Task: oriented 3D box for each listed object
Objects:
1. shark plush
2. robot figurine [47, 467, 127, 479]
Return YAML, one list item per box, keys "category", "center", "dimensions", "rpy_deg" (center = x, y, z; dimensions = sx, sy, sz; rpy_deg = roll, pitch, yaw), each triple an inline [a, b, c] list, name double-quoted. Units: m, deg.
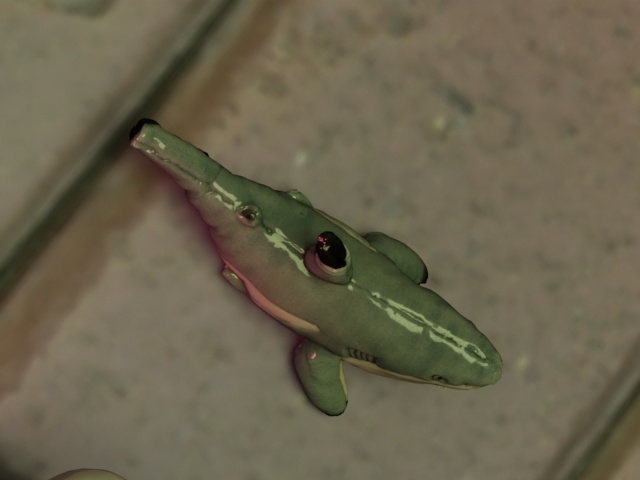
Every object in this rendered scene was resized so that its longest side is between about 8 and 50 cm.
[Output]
- category: "shark plush"
  center: [0.000, 0.000, 0.699]
  dimensions: [0.073, 0.067, 0.161]
  rpy_deg: [-45, 110, -16]
- category: "robot figurine"
  center: [-0.170, 0.204, 0.518]
  dimensions: [0.353, 0.300, 0.199]
  rpy_deg: [-30, 125, -27]
